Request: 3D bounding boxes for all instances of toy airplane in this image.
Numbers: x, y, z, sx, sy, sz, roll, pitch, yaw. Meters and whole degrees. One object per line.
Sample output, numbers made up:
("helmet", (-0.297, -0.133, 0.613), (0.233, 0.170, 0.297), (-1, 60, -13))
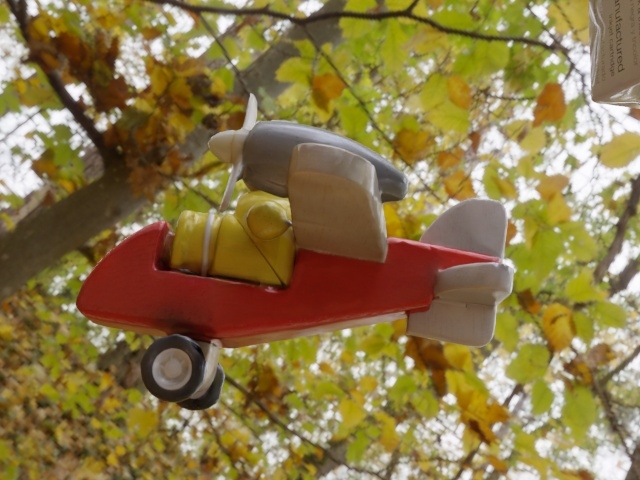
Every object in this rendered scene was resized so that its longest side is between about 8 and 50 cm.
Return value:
("toy airplane", (0.000, 0.000, 0.808), (0.386, 0.384, 0.273), (-26, -112, 42))

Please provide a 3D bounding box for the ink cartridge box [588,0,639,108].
("ink cartridge box", (0.337, -0.214, 0.538), (0.197, 0.198, 0.270), (2, -7, -14))
